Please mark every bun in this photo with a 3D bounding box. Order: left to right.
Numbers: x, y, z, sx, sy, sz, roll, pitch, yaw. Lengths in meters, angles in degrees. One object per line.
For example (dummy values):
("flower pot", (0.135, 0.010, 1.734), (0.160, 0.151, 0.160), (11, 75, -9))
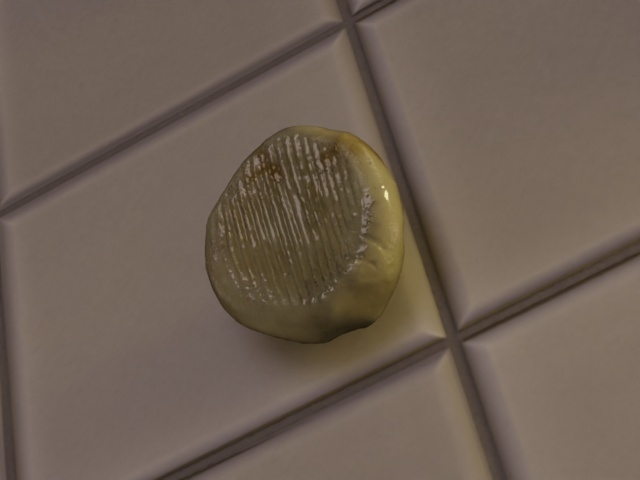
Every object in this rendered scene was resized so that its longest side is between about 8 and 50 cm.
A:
("bun", (0.000, 0.000, 1.314), (0.183, 0.102, 0.183), (-13, 67, 32))
